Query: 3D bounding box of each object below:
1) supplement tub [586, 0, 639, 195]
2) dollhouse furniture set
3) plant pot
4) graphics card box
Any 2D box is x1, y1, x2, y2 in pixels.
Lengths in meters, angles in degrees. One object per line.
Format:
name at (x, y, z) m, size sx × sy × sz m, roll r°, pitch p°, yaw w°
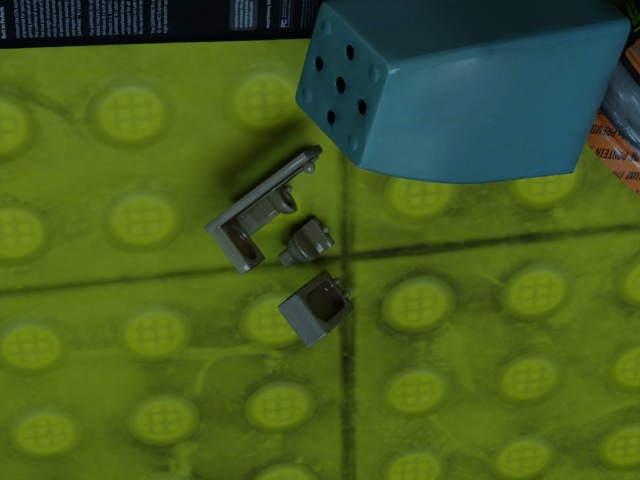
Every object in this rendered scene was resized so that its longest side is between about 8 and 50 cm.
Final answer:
supplement tub at (0.381, -0.185, 1.563) m, size 0.193 × 0.194 × 0.316 m, roll 31°, pitch 118°, yaw -30°
dollhouse furniture set at (0.000, 0.000, 1.677) m, size 0.123 × 0.144 × 0.151 m, roll -37°, pitch 90°, yaw 19°
plant pot at (0.108, -0.149, 1.505) m, size 0.234 × 0.165 × 0.166 m, roll -13°, pitch 136°, yaw -34°
graphics card box at (-0.151, -0.280, 1.451) m, size 0.370 × 0.094 × 0.233 m, roll -3°, pitch 129°, yaw -7°
